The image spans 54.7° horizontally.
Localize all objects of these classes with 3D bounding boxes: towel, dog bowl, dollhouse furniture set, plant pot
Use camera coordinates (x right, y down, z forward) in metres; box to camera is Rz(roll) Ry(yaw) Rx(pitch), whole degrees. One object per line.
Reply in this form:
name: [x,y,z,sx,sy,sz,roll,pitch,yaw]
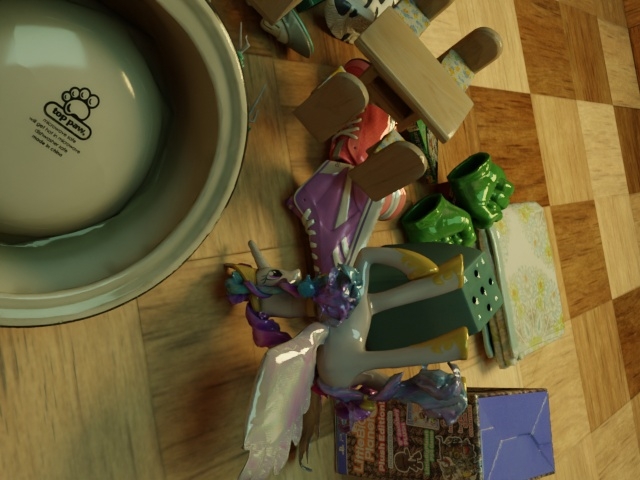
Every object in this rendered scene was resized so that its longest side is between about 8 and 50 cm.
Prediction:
towel: [0.477,0.096,1.516,0.320,0.090,0.375,-8,88,-48]
dog bowl: [-0.288,-0.120,0.648,0.408,0.150,0.408,-19,124,-30]
dollhouse furniture set: [0.116,-0.343,0.969,0.394,0.256,0.362,45,55,-12]
plant pot: [0.192,0.100,1.126,0.165,0.234,0.165,-35,106,-42]

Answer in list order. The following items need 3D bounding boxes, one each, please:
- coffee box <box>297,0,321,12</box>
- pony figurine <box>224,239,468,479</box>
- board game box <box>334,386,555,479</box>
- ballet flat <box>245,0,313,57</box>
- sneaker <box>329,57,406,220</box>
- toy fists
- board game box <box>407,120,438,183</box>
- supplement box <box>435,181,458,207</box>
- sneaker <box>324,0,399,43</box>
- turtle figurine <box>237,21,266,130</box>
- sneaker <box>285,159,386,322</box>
coffee box: [-0.004,-0.520,1.186,0.184,0.040,0.113,-46,114,-40]
pony figurine: [0.027,0.166,0.898,0.303,0.363,0.351,57,34,-72]
board game box: [0.207,0.326,1.056,0.232,0.291,0.141,10,74,-44]
ballet flat: [-0.089,-0.405,1.075,0.068,0.072,0.213,-33,106,-15]
sneaker: [0.076,-0.189,1.151,0.136,0.116,0.314,-9,88,-44]
toy fists: [0.301,-0.057,1.315,0.279,0.096,0.142,-42,116,-18]
board game box: [0.208,-0.236,1.267,0.260,0.030,0.136,52,42,-59]
supplement box: [0.299,-0.090,1.402,0.083,0.043,0.055,31,63,-36]
sneaker: [0.089,-0.476,1.233,0.235,0.094,0.153,7,76,-44]
turtle figurine: [-0.159,-0.197,0.926,0.175,0.118,0.234,75,23,-72]
sneaker: [0.000,0.000,1.071,0.161,0.102,0.282,20,86,-1]
